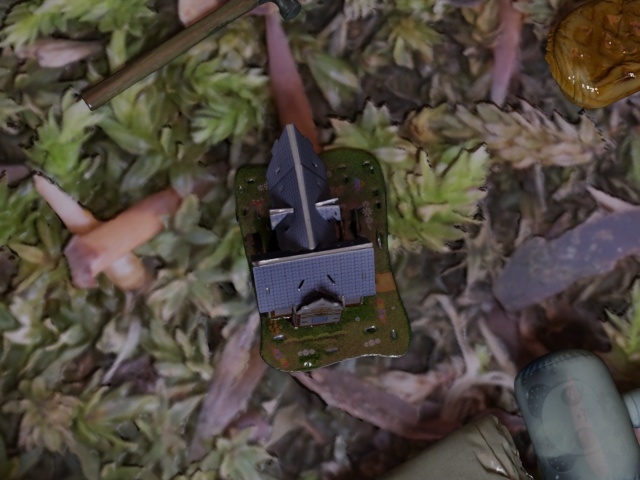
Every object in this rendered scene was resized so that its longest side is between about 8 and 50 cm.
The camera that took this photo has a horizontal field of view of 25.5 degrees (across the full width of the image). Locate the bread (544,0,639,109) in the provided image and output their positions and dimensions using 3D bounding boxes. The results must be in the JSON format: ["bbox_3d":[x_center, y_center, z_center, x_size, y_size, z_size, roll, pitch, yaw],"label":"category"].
[{"bbox_3d":[0.224,-0.147,1.080,0.110,0.044,0.083,-25,70,-10],"label":"bread"}]

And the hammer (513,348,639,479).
[{"bbox_3d":[0.238,0.116,0.984,0.194,0.069,0.116,-15,72,-11],"label":"hammer"}]

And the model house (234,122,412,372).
[{"bbox_3d":[0.000,0.000,1.004,0.117,0.088,0.167,-7,72,-2],"label":"model house"}]

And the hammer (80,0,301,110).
[{"bbox_3d":[-0.106,-0.157,1.092,0.182,0.017,0.062,-33,75,-10],"label":"hammer"}]

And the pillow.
[{"bbox_3d":[0.075,0.212,0.943,0.181,0.078,0.134,-29,72,-7],"label":"pillow"}]
